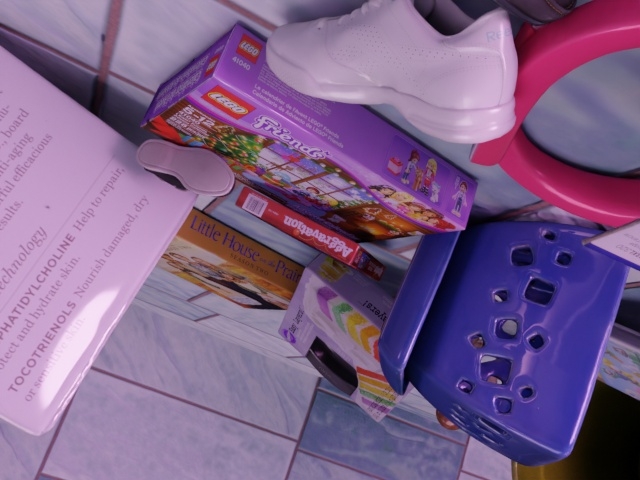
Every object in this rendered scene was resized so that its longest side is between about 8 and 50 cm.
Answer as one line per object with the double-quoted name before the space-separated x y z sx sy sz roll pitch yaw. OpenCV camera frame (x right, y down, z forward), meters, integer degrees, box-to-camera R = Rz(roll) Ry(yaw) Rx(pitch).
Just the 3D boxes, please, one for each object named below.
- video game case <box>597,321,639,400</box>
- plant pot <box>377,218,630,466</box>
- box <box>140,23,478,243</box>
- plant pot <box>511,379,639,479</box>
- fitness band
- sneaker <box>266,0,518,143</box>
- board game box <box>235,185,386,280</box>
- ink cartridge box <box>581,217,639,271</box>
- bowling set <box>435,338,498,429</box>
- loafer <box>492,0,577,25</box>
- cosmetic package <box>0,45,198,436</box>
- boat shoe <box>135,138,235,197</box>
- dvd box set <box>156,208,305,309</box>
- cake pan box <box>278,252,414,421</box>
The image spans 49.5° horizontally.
"video game case" 0.427 0.173 0.908 0.285 0.025 0.204 27 165 48
"plant pot" 0.191 0.101 0.785 0.212 0.236 0.236 21 165 13
"box" -0.015 -0.087 0.707 0.293 0.057 0.201 28 162 -26
"plant pot" 0.558 0.376 1.104 0.353 0.366 0.366 20 167 -42
"fitness band" 0.223 -0.081 0.485 0.209 0.054 0.291 16 164 4
"sneaker" 0.043 -0.141 0.474 0.212 0.080 0.094 26 134 37
"board game box" 0.000 0.000 0.868 0.145 0.027 0.281 28 179 13
"ink cartridge box" 0.327 -0.046 0.326 0.176 0.069 0.371 21 152 -21
"bowling set" 0.234 0.226 1.198 0.287 0.200 0.154 17 165 22
"loafer" 0.097 -0.168 0.331 0.061 0.062 0.170 -1 155 39
"cosmetic package" -0.432 -0.020 0.826 0.394 0.327 0.329 37 158 -21
"boat shoe" -0.135 -0.070 0.718 0.125 0.046 0.038 17 166 26
"dvd box set" -0.221 0.026 1.287 0.420 0.062 0.307 30 159 -32
"cake pan box" 0.056 0.162 1.141 0.246 0.070 0.267 43 148 11
